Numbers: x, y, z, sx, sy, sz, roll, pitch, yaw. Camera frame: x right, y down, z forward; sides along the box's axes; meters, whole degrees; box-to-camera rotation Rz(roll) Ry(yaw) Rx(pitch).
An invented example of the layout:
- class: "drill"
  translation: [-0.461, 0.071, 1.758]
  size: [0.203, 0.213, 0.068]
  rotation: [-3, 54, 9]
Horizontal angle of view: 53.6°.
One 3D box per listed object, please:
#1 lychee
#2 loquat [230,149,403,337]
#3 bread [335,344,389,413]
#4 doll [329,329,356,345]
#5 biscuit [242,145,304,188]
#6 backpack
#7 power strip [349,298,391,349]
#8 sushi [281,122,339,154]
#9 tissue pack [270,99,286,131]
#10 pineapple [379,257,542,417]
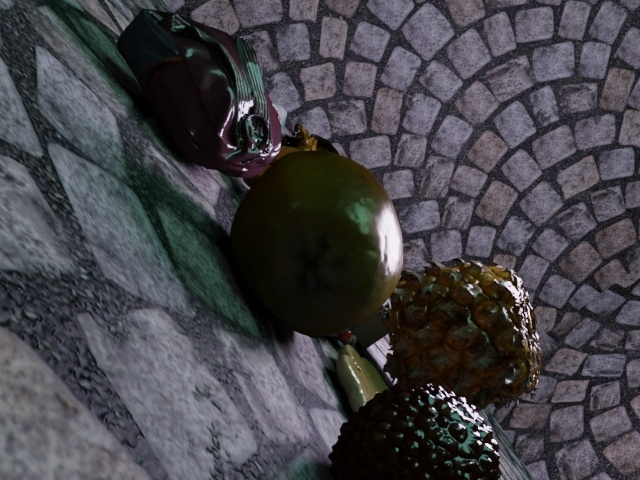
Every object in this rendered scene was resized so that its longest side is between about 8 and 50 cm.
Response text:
- class: "lychee"
  translation: [0.099, 0.250, 0.711]
  size: [0.188, 0.188, 0.188]
  rotation: [51, 7, -9]
- class: "loquat"
  translation: [0.000, 0.000, 0.974]
  size: [0.276, 0.276, 0.284]
  rotation: [51, 10, -14]
- class: "bread"
  translation: [0.082, 0.261, 1.055]
  size: [0.182, 0.039, 0.251]
  rotation: [52, 7, -1]
- class: "doll"
  translation: [0.025, 0.144, 1.157]
  size: [0.094, 0.079, 0.180]
  rotation: [39, -16, 36]
- class: "biscuit"
  translation: [-0.038, -0.083, 1.386]
  size: [0.282, 0.064, 0.432]
  rotation: [16, 29, -20]
- class: "backpack"
  translation: [-0.199, -0.262, 1.176]
  size: [0.283, 0.197, 0.317]
  rotation: [-2, 56, -56]
- class: "power strip"
  translation: [0.135, 0.190, 1.560]
  size: [0.062, 0.091, 0.385]
  rotation: [56, 7, 3]
- class: "sushi"
  translation: [-0.053, -0.181, 1.685]
  size: [0.200, 0.213, 0.204]
  rotation: [42, 17, -36]
- class: "tissue pack"
  translation: [-0.188, -0.292, 1.495]
  size: [0.201, 0.124, 0.271]
  rotation: [16, 12, -4]
- class: "pineapple"
  translation: [0.289, 0.208, 1.302]
  size: [0.352, 0.300, 0.353]
  rotation: [-8, 90, -66]
